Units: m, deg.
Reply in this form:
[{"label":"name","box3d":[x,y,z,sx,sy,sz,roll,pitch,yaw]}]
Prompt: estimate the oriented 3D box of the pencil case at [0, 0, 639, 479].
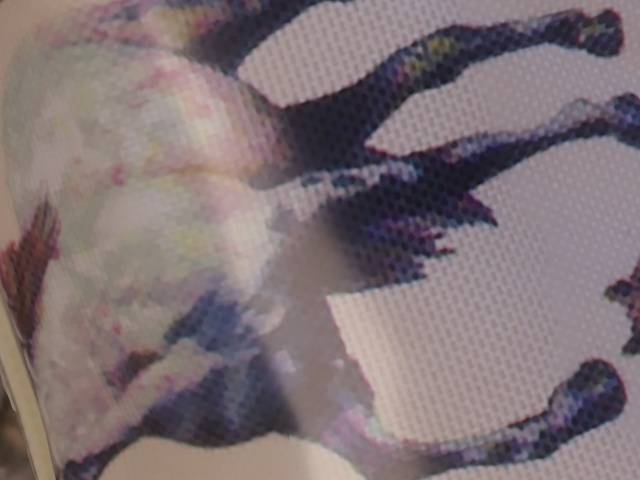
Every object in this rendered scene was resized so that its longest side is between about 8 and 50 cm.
[{"label":"pencil case","box3d":[0.000,0.000,0.373,0.184,0.160,0.410,-21,96,-29]}]
